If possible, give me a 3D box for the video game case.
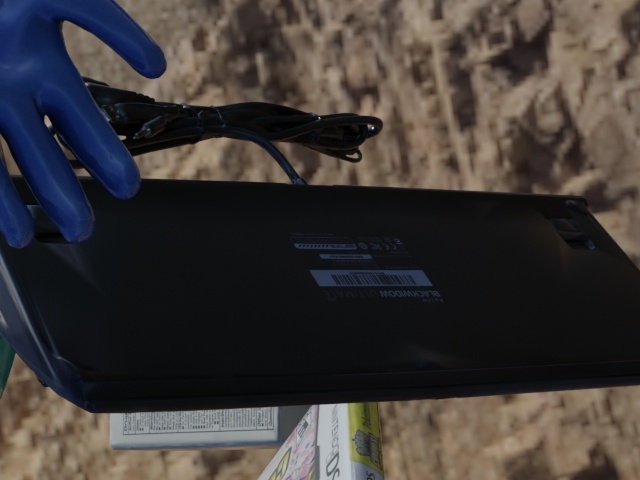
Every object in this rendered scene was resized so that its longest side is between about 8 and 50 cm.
[{"bbox_3d":[-0.040,0.253,1.222,0.275,0.035,0.248,-54,13,17],"label":"video game case"}]

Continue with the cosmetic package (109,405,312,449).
[{"bbox_3d":[-0.083,0.141,1.623,0.296,0.129,0.153,-8,78,49],"label":"cosmetic package"}]

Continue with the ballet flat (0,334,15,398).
[{"bbox_3d":[-0.238,0.038,1.134,0.073,0.067,0.206,79,-152,-55],"label":"ballet flat"}]

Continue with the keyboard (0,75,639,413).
[{"bbox_3d":[0.000,0.000,0.666,0.201,0.317,0.033,58,134,40],"label":"keyboard"}]

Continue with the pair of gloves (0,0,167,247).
[{"bbox_3d":[-0.150,-0.049,0.485,0.159,0.198,0.023,63,160,20],"label":"pair of gloves"}]
